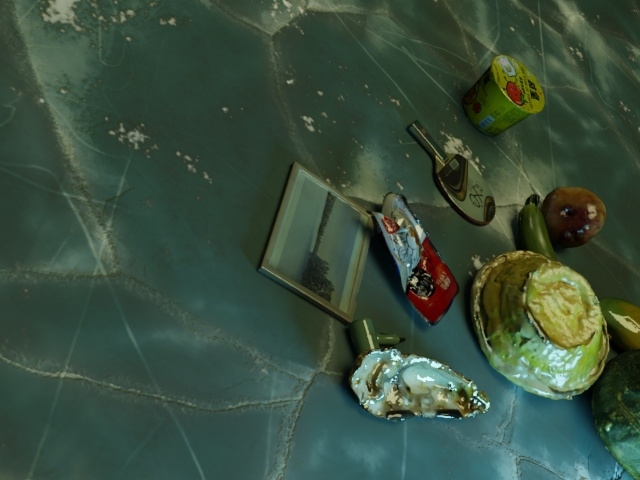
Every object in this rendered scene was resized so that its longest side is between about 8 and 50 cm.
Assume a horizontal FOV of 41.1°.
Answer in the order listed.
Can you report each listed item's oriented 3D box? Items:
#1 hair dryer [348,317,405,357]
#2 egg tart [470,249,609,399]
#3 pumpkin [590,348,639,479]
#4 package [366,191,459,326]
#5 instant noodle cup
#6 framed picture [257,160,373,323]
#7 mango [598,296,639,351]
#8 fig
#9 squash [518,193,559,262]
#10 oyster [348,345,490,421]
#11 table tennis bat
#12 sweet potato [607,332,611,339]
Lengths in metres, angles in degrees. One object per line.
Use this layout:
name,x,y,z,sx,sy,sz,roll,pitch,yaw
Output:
hair dryer,0.115,0.189,1.615,0.150,0.047,0.071,9,58,-49
egg tart,0.488,0.163,1.820,0.345,0.132,0.345,10,63,-19
pumpkin,0.735,0.393,1.836,0.327,0.257,0.291,39,50,-5
package,0.189,0.031,1.767,0.194,0.071,0.269,-39,102,-45
instant noodle cup,0.464,-0.366,2.210,0.182,0.144,0.182,20,51,-27
framed picture,0.000,0.000,1.657,0.213,0.016,0.289,33,45,-18
mango,0.749,0.209,2.098,0.194,0.092,0.130,26,49,-12
fig,0.650,-0.065,2.184,0.159,0.159,0.257,58,24,8
squash,0.527,0.032,2.033,0.080,0.071,0.318,-12,61,1
oyster,0.186,0.281,1.588,0.345,0.078,0.129,18,73,-33
table tennis bat,0.314,-0.164,2.035,0.301,0.022,0.173,51,42,-3
sweet potato,0.552,0.179,1.974,0.249,0.059,0.069,29,11,-5
